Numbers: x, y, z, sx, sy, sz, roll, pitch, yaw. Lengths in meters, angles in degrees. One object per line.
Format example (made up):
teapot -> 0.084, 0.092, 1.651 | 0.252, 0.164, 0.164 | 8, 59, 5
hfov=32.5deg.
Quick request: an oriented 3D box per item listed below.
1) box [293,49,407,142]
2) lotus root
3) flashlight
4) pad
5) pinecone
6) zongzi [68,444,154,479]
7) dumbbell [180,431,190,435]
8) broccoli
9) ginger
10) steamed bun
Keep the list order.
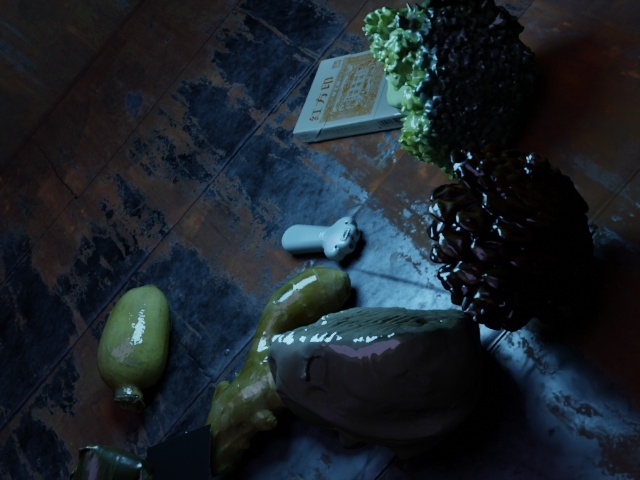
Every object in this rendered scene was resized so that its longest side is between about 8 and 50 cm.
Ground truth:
box -> 0.115, -0.317, 2.299 | 0.365, 0.051, 0.204 | -5, 56, 43
lotus root -> -0.388, 0.211, 2.297 | 0.146, 0.131, 0.303 | -24, 44, 32
flashlight -> 0.000, 0.000, 2.153 | 0.200, 0.047, 0.093 | -1, 58, 48
pad -> -0.264, 0.437, 2.000 | 0.245, 0.006, 0.170 | -30, 54, 49
pinecone -> 0.286, -0.003, 1.659 | 0.242, 0.295, 0.298 | 1, 24, 27
zongzi -> -0.404, 0.541, 1.986 | 0.289, 0.154, 0.317 | 124, 158, -70
dumbbell -> -0.272, 0.399, 2.097 | 0.083, 0.040, 0.036 | -36, 70, 18
broccoli -> 0.234, -0.288, 2.009 | 0.293, 0.347, 0.281 | -16, 13, -32
ginger -> -0.085, 0.232, 1.983 | 0.348, 0.122, 0.363 | -25, 53, 17
steamed bun -> 0.094, 0.222, 1.696 | 0.324, 0.310, 0.219 | -6, 92, 20
